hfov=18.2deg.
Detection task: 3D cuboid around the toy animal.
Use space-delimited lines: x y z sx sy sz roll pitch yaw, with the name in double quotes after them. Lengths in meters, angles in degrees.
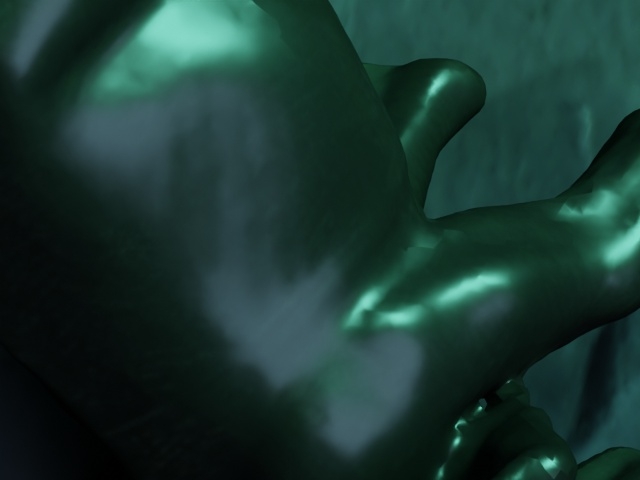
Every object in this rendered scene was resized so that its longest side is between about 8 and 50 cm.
-0.002 0.002 0.380 0.245 0.114 0.146 47 54 -12 "toy animal"
